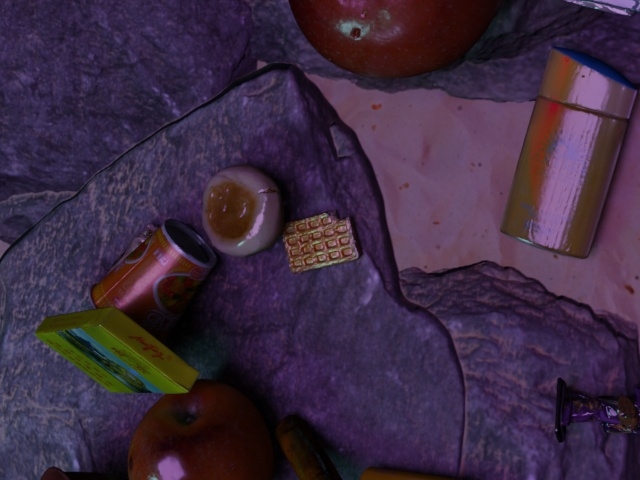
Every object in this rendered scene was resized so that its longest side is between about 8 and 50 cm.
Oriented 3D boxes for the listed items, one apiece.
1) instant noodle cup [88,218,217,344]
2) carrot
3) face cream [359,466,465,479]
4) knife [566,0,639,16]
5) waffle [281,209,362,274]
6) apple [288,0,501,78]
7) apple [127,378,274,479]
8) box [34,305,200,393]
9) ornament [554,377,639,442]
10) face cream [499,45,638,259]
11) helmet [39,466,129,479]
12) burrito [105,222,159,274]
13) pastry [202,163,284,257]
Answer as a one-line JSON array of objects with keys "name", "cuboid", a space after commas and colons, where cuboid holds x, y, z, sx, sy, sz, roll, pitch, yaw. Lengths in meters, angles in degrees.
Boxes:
[{"name": "instant noodle cup", "cuboid": [-0.276, 0.069, 2.036, 0.168, 0.168, 0.185, 46, 107, 16]}, {"name": "carrot", "cuboid": [-0.005, 0.382, 1.908, 0.070, 0.070, 0.260, -59, 40, 20]}, {"name": "face cream", "cuboid": [0.193, 0.408, 1.852, 0.273, 0.078, 0.078, 3, 96, 28]}, {"name": "knife", "cuboid": [0.392, -0.351, 1.700, 0.162, 0.023, 0.044, 16, 106, 25]}, {"name": "waffle", "cuboid": [0.000, 0.000, 1.946, 0.135, 0.021, 0.092, -16, 88, 29]}, {"name": "apple", "cuboid": [0.099, -0.402, 1.707, 0.348, 0.277, 0.349, 4, 98, 28]}, {"name": "apple", "cuboid": [-0.199, 0.352, 1.954, 0.253, 0.253, 0.254, 3, 97, 28]}, {"name": "box", "cuboid": [-0.348, 0.188, 1.997, 0.187, 0.047, 0.335, 42, 155, -20]}, {"name": "ornament", "cuboid": [0.438, 0.239, 1.715, 0.203, 0.088, 0.081, -6, 68, 16]}, {"name": "face cream", "cuboid": [0.359, -0.126, 1.715, 0.139, 0.067, 0.285, 19, 104, 23]}, {"name": "helmet", "cuboid": [-0.343, 0.561, 2.052, 0.385, 0.230, 0.338, 32, 116, 51]}, {"name": "burrito", "cuboid": [-0.327, 0.028, 2.114, 0.149, 0.041, 0.055, -47, 60, 27]}, {"name": "pastry", "cuboid": [-0.124, -0.048, 1.962, 0.156, 0.092, 0.156, 3, 95, 36]}]
